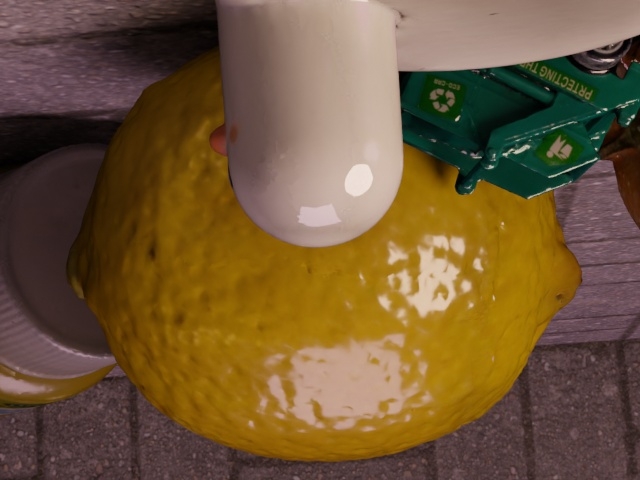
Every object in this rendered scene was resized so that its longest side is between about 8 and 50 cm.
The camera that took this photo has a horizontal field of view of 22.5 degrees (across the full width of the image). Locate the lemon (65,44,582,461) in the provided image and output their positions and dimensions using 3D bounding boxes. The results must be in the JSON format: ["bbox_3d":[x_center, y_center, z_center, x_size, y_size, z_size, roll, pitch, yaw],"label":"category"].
[{"bbox_3d":[0.002,0.000,1.129,0.336,0.336,0.336,-4,169,-1],"label":"lemon"}]

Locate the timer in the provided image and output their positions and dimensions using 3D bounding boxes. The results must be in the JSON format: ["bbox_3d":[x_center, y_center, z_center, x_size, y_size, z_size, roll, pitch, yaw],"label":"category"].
[{"bbox_3d":[0.062,-0.123,0.669,0.233,0.240,0.233,-3,169,-1],"label":"timer"}]

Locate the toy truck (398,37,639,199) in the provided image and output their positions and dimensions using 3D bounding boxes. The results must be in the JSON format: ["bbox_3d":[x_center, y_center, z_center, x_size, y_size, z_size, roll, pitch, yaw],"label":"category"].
[{"bbox_3d":[0.079,-0.101,0.957,0.216,0.116,0.110,25,163,-3],"label":"toy truck"}]

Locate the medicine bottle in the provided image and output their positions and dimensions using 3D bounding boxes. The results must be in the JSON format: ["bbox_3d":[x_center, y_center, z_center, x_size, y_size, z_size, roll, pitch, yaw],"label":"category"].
[{"bbox_3d":[-0.277,0.043,1.487,0.224,0.224,0.384,3,168,-31],"label":"medicine bottle"}]

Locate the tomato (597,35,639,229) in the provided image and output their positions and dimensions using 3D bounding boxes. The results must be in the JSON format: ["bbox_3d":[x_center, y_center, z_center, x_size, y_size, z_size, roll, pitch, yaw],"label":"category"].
[{"bbox_3d":[0.266,-0.056,1.022,0.181,0.155,0.214,-4,170,-11],"label":"tomato"}]

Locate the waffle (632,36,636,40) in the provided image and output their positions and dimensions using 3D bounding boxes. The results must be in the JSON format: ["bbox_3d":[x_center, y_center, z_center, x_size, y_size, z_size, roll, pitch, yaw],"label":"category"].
[{"bbox_3d":[0.250,-0.166,0.994,0.309,0.065,0.283,-5,170,26],"label":"waffle"}]
